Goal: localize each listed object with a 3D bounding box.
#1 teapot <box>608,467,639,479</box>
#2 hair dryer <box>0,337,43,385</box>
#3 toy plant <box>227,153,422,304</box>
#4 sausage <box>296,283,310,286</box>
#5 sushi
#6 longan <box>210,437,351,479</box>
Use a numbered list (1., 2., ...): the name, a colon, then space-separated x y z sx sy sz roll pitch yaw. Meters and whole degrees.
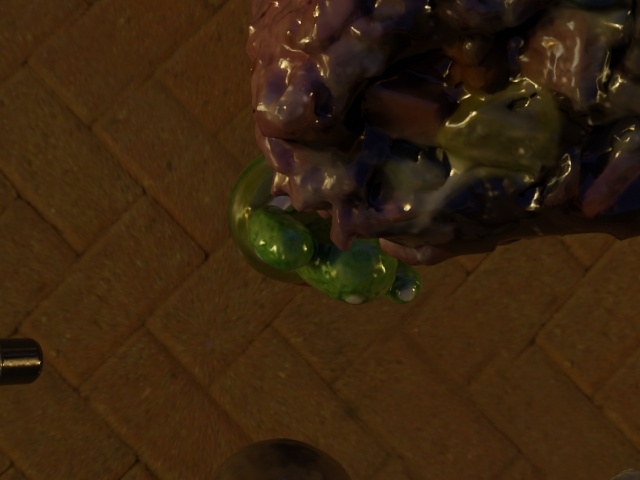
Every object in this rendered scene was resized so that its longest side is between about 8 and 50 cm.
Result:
1. teapot: 0.270 0.245 0.899 0.083 0.067 0.057 1 103 -32
2. hair dryer: -0.524 0.142 1.492 0.219 0.124 0.072 40 113 36
3. toy plant: 0.000 0.000 1.201 0.224 0.316 0.185 24 101 -20
4. sausage: 0.042 0.041 1.838 0.330 0.102 0.102 1 82 -46
5. sushi: 0.082 -0.106 0.473 0.236 0.270 0.171 49 36 -36
6. longan: -0.033 0.313 1.071 0.204 0.159 0.185 10 71 10
